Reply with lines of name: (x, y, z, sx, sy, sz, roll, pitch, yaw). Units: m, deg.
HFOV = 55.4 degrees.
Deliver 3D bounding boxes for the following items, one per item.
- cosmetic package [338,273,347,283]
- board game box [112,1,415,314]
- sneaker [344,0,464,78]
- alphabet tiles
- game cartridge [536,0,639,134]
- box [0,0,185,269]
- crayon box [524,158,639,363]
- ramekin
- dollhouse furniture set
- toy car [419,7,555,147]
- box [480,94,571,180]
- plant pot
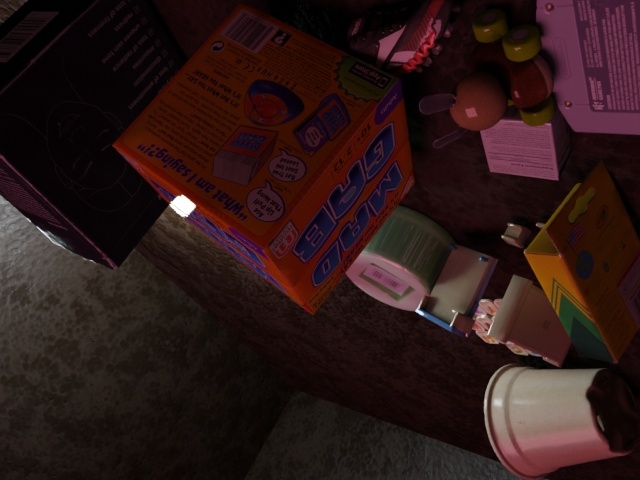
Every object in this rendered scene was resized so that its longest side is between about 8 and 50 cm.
cosmetic package: (0.000, 0.000, 1.641, 0.107, 0.127, 0.237, 11, 122, 40)
board game box: (-0.078, -0.142, 1.154, 0.357, 0.356, 0.356, 34, 168, 23)
sneaker: (0.118, -0.332, 1.000, 0.135, 0.097, 0.276, 35, 157, -13)
alphabet tiles: (0.542, 0.253, 1.726, 0.278, 0.021, 0.284, 42, 154, -23)
game cartridge: (0.406, -0.267, 0.843, 0.196, 0.060, 0.294, 8, 147, 36)
box: (-0.544, -0.277, 1.425, 0.297, 0.479, 0.471, 16, 151, 35)
crayon box: (0.491, 0.038, 1.104, 0.081, 0.202, 0.318, 4, 134, 57)
ramekin: (0.199, 0.053, 1.587, 0.303, 0.148, 0.303, 26, 156, 13)
dollhouse furniture set: (0.414, 0.102, 1.384, 0.198, 0.286, 0.303, 25, 179, -31)
toy car: (0.236, -0.222, 0.922, 0.155, 0.188, 0.149, 55, -179, -43)
box: (0.353, -0.180, 1.049, 0.126, 0.072, 0.137, 13, 150, 35)
plant pot: (0.686, 0.489, 1.696, 0.334, 0.333, 0.305, 39, 145, -17)
